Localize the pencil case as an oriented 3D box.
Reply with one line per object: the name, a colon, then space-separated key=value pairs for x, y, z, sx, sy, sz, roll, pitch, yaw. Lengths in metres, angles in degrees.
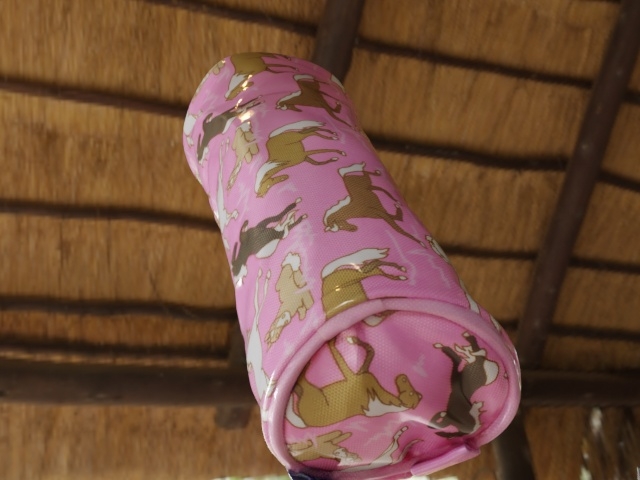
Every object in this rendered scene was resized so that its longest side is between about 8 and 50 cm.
pencil case: x=0.000 y=0.000 z=0.704 sx=0.160 sy=0.386 sz=0.167 roll=8 pitch=-60 yaw=-23

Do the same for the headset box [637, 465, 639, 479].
headset box: x=0.329 y=0.206 z=0.496 sx=0.246 sy=0.131 sz=0.283 roll=-22 pitch=-67 yaw=21
